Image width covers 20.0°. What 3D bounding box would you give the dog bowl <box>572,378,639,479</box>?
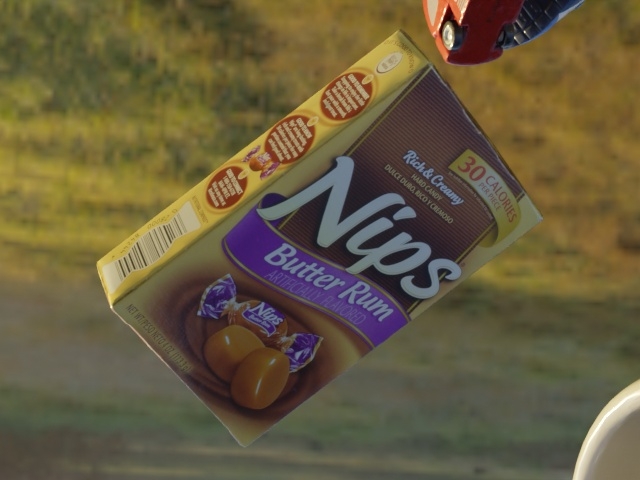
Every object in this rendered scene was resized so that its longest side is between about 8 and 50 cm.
[{"bbox_3d":[0.296,0.224,1.181,0.102,0.349,0.348,-12,178,-31],"label":"dog bowl"}]

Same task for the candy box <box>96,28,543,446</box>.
[{"bbox_3d":[0.000,0.000,0.869,0.109,0.186,0.053,50,-177,-30],"label":"candy box"}]

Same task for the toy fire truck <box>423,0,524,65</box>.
[{"bbox_3d":[0.103,-0.225,1.188,0.047,0.135,0.192,-5,141,-22],"label":"toy fire truck"}]

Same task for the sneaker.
[{"bbox_3d":[0.166,-0.182,1.291,0.144,0.053,0.059,-31,177,23],"label":"sneaker"}]
